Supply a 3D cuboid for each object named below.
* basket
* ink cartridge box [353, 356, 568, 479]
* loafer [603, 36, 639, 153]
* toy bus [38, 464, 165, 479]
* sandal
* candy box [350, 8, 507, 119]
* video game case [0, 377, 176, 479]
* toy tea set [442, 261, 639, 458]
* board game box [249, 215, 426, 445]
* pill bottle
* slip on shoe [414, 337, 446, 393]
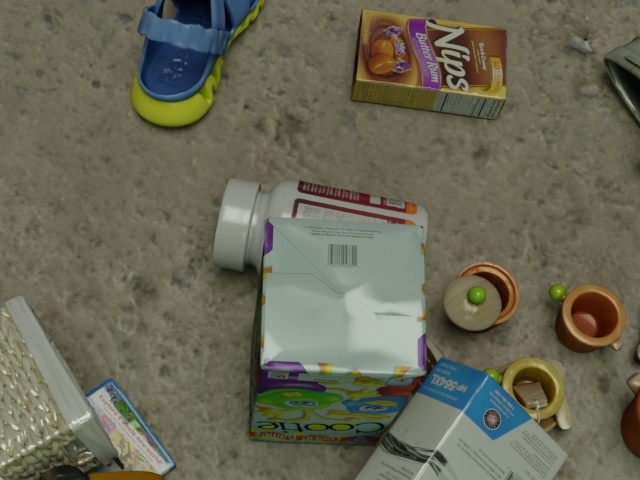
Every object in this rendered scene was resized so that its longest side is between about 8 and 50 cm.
[{"bbox_3d":[-0.292,0.160,1.009,0.103,0.113,0.167,-32,60,-14],"label":"basket"},{"bbox_3d":[0.125,0.242,0.994,0.148,0.086,0.203,46,75,-27],"label":"ink cartridge box"},{"bbox_3d":[0.441,-0.112,1.222,0.111,0.112,0.319,-15,61,-6],"label":"loafer"},{"bbox_3d":[-0.288,0.296,0.910,0.333,0.130,0.108,-6,28,-22],"label":"toy bus"},{"bbox_3d":[-0.140,-0.296,1.226,0.126,0.138,0.317,12,64,2],"label":"sandal"},{"bbox_3d":[0.136,-0.220,1.265,0.187,0.053,0.109,7,65,-4],"label":"candy box"},{"bbox_3d":[-0.251,0.236,1.048,0.166,0.015,0.119,-35,73,-18],"label":"video game case"},{"bbox_3d":[0.292,0.122,1.091,0.336,0.124,0.200,12,66,0],"label":"toy tea set"},{"bbox_3d":[0.007,0.100,0.989,0.144,0.275,0.142,3,66,-5],"label":"board game box"},{"bbox_3d":[0.000,0.000,1.117,0.221,0.121,0.121,11,66,0],"label":"pill bottle"},{"bbox_3d":[0.139,0.163,1.106,0.041,0.051,0.135,-3,50,-50],"label":"slip on shoe"}]
